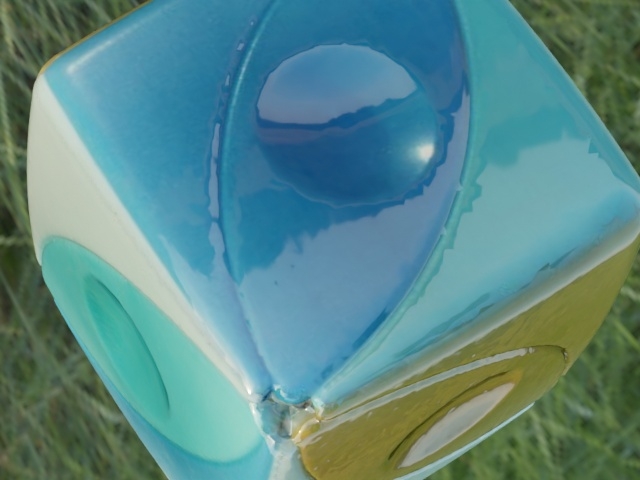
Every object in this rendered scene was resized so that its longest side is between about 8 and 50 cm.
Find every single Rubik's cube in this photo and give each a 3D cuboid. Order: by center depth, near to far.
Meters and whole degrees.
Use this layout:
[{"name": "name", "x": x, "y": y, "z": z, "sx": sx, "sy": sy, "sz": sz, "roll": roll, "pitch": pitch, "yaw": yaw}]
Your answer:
[{"name": "Rubik's cube", "x": 0.000, "y": 0.000, "z": 1.309, "sx": 0.352, "sy": 0.351, "sz": 0.347, "roll": -32, "pitch": 160, "yaw": -21}]
